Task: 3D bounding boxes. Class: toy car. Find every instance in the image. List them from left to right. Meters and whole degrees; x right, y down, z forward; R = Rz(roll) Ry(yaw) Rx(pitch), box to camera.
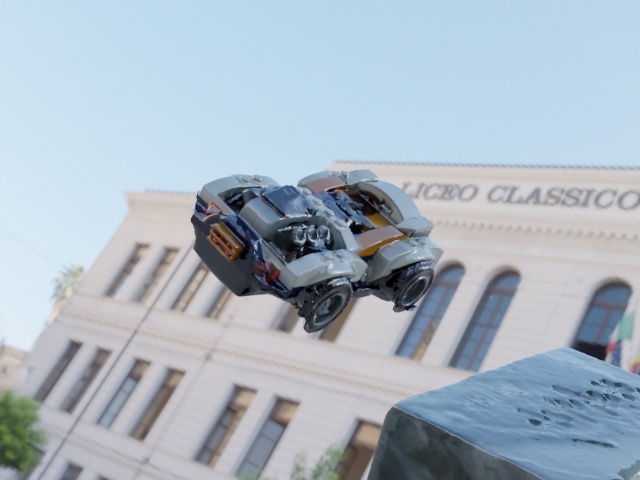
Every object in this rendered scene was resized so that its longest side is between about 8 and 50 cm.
[{"bbox_3d":[0.000,-0.001,0.997,0.193,0.118,0.301,44,27,28],"label":"toy car"}]

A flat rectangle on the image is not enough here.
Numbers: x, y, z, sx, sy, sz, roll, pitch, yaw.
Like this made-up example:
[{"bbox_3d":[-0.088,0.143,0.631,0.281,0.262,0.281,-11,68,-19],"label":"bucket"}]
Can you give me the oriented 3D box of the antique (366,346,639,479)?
[{"bbox_3d":[0.102,0.109,0.409,0.088,0.086,0.183,22,16,34],"label":"antique"}]
